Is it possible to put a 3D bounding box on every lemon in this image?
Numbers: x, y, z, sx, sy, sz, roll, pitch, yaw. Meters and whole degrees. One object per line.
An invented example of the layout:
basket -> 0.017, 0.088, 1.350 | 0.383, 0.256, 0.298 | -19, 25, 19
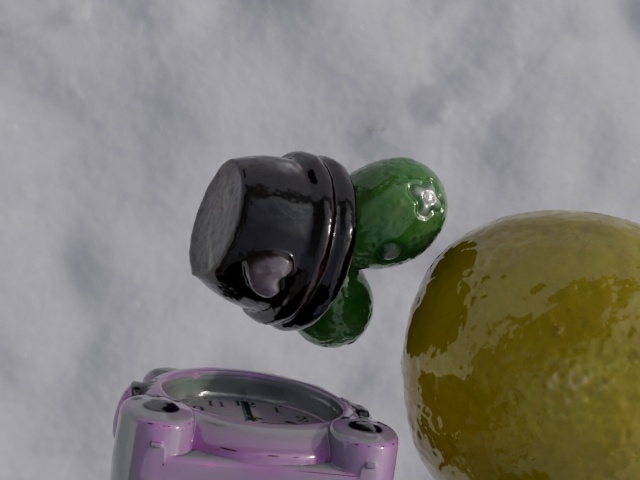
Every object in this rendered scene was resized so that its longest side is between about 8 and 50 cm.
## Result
lemon -> 0.244, 0.129, 0.939 | 0.348, 0.348, 0.348 | -7, 122, -12

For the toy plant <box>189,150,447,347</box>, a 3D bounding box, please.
toy plant -> 0.000, 0.000, 0.943 | 0.235, 0.175, 0.218 | 16, 110, -31

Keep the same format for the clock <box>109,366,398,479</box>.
clock -> -0.064, 0.169, 0.813 | 0.227, 0.248, 0.090 | 8, 94, -11
